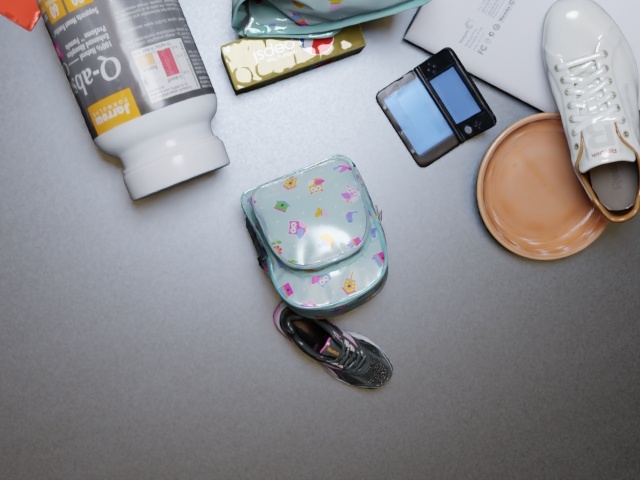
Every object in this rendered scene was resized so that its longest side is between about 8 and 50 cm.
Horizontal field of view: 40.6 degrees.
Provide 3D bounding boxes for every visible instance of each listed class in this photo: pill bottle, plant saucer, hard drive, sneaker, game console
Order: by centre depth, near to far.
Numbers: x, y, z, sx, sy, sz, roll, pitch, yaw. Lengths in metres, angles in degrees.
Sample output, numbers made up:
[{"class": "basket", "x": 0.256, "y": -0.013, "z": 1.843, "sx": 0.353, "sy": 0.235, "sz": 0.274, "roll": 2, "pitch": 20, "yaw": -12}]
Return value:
[{"class": "pill bottle", "x": -0.222, "y": -0.200, "z": 1.061, "sx": 0.162, "sy": 0.162, "sz": 0.278, "roll": -22, "pitch": 95, "yaw": -4}, {"class": "sneaker", "x": 0.349, "y": -0.158, "z": 1.068, "sx": 0.106, "sy": 0.123, "sz": 0.290, "roll": -17, "pitch": 105, "yaw": 21}, {"class": "hard drive", "x": 0.298, "y": -0.279, "z": 1.116, "sx": 0.319, "sy": 0.040, "sz": 0.210, "roll": 26, "pitch": 127, "yaw": -7}, {"class": "sneaker", "x": 0.016, "y": 0.146, "z": 1.145, "sx": 0.178, "sy": 0.077, "sz": 0.072, "roll": 29, "pitch": 91, "yaw": -7}, {"class": "game console", "x": 0.153, "y": -0.175, "z": 1.148, "sx": 0.071, "sy": 0.107, "sz": 0.122, "roll": -38, "pitch": 97, "yaw": -31}, {"class": "plant saucer", "x": 0.306, "y": -0.074, "z": 1.175, "sx": 0.200, "sy": 0.037, "sz": 0.200, "roll": -1, "pitch": 100, "yaw": -5}]

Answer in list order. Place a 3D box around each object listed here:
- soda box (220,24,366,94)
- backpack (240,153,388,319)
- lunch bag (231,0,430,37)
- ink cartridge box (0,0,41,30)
[{"class": "soda box", "x": -0.037, "y": -0.249, "z": 1.128, "sx": 0.181, "sy": 0.058, "sz": 0.061, "roll": -20, "pitch": 94, "yaw": -4}, {"class": "backpack", "x": 0.000, "y": 0.000, "z": 1.085, "sx": 0.166, "sy": 0.144, "sz": 0.188, "roll": -21, "pitch": 81, "yaw": -6}, {"class": "lunch bag", "x": 0.000, "y": -0.372, "z": 1.037, "sx": 0.160, "sy": 0.262, "sz": 0.223, "roll": 17, "pitch": 69, "yaw": -49}, {"class": "ink cartridge box", "x": -0.387, "y": -0.414, "z": 1.087, "sx": 0.189, "sy": 0.066, "sz": 0.232, "roll": 31, "pitch": 85, "yaw": -7}]
